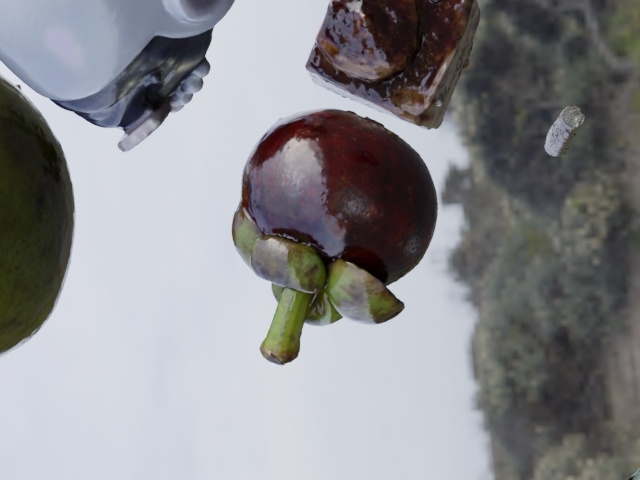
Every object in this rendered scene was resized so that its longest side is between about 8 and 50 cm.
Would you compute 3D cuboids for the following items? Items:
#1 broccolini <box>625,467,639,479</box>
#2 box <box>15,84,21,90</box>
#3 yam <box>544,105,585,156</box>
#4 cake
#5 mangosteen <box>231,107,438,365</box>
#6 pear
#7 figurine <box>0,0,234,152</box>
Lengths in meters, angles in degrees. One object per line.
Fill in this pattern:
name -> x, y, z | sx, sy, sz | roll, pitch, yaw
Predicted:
broccolini -> 0.368, 0.184, 1.772 | 0.074, 0.079, 0.392 | 104, -176, -77
box -> -0.441, -0.104, 2.340 | 0.129, 0.033, 0.247 | 10, -112, -71
yam -> 0.284, -0.126, 1.962 | 0.145, 0.032, 0.032 | 93, 173, -79
cake -> 0.100, -0.264, 2.179 | 0.293, 0.199, 0.196 | -27, -39, -87
mangosteen -> -0.003, -0.011, 1.216 | 0.156, 0.181, 0.146 | 17, 147, 51
pear -> -0.415, -0.030, 1.732 | 0.413, 0.352, 0.352 | 113, 157, -60
figurine -> -0.155, -0.269, 1.289 | 0.253, 0.211, 0.361 | -99, 24, -50
